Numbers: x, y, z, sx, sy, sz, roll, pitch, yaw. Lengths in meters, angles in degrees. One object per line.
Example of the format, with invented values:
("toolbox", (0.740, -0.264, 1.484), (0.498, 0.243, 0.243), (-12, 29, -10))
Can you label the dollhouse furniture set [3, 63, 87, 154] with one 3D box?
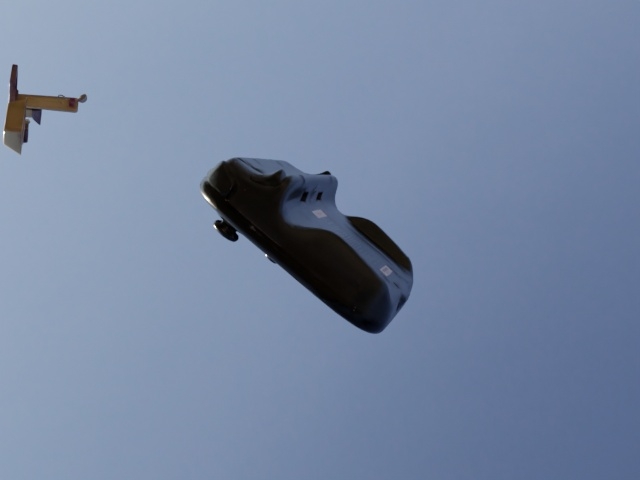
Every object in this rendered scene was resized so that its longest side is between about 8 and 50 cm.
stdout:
("dollhouse furniture set", (-0.290, -0.116, 1.416), (0.081, 0.091, 0.114), (4, -142, -10))

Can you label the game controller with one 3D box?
("game controller", (0.000, 0.000, 1.054), (0.067, 0.166, 0.319), (-42, 177, 8))
